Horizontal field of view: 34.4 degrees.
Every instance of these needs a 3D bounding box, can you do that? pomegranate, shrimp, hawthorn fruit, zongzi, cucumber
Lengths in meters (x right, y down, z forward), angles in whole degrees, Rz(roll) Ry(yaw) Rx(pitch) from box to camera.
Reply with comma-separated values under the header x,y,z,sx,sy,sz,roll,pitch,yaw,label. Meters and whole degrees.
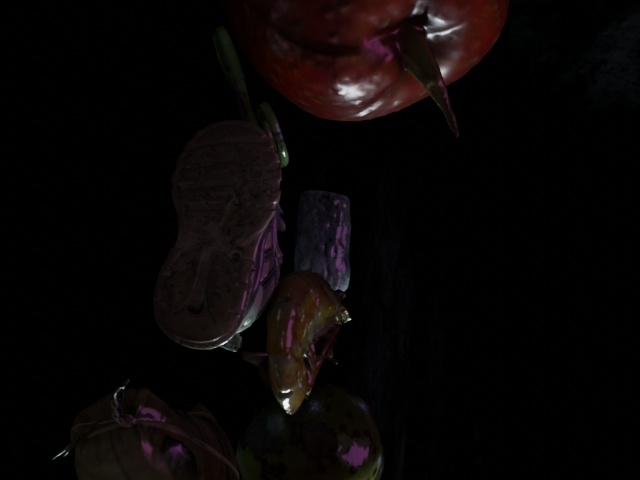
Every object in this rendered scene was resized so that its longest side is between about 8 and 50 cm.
x,y,z,sx,sy,sz,roll,pitch,yaw,label
-0.008,0.176,0.955,0.148,0.148,0.169,39,48,-71,pomegranate
-0.014,0.081,0.883,0.217,0.051,0.115,-15,114,-79,shrimp
0.030,-0.226,0.822,0.262,0.258,0.258,-104,-171,-65,hawthorn fruit
-0.117,0.121,0.716,0.178,0.081,0.189,-102,168,-54,zongzi
0.000,0.002,1.099,0.064,0.064,0.112,-13,102,-74,cucumber

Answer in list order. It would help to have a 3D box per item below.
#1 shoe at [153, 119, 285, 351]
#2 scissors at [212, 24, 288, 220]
x,y,z,sx,sy,sz,roll,pitch,yaw,label
-0.065,0.001,0.802,0.092,0.089,0.180,45,52,-68,shoe
-0.051,-0.084,0.880,0.187,0.020,0.133,83,-19,-60,scissors
